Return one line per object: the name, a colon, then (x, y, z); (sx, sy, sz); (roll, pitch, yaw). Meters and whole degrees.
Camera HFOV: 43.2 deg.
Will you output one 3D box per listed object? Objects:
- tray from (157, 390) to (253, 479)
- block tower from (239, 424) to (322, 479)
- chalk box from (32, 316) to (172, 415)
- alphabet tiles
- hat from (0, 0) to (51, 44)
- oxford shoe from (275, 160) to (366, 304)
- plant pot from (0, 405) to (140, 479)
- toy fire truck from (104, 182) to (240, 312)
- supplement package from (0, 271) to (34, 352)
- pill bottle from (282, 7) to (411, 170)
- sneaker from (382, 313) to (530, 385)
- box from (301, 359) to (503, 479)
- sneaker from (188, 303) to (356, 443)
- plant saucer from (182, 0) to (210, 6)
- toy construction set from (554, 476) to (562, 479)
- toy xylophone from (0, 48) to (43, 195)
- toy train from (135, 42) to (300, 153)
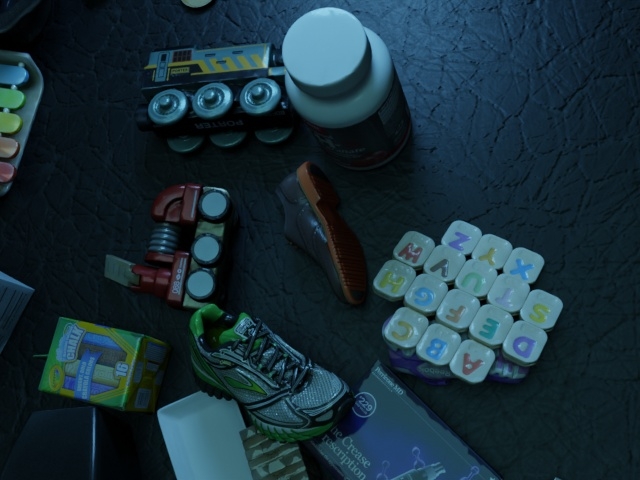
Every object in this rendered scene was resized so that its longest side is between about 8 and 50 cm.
tray: (-0.170, 0.387, 1.367); (0.145, 0.030, 0.270); (-25, 71, 7)
block tower: (-0.030, 0.429, 1.263); (0.091, 0.097, 0.335); (-26, 61, 5)
chalk box: (-0.392, 0.215, 1.413); (0.213, 0.132, 0.132); (11, 78, 15)
alphabet tiles: (0.234, 0.087, 1.292); (0.284, 0.021, 0.278); (26, 57, 18)
hat: (-0.643, -0.490, 1.664); (0.331, 0.134, 0.331); (-8, 55, 12)
oxford shoe: (0.000, 0.000, 1.410); (0.098, 0.097, 0.271); (-32, 65, 25)
plant pot: (-0.410, 0.378, 1.355); (0.188, 0.187, 0.167); (-7, 62, 12)
toy fire truck: (-0.281, 0.013, 1.448); (0.246, 0.158, 0.217); (7, 77, 5)
supplement package: (-0.702, 0.111, 1.445); (0.199, 0.263, 0.198); (24, 82, 19)
pill bottle: (0.043, -0.246, 1.333); (0.176, 0.318, 0.176); (-4, 74, 14)
sneaker: (0.212, 0.190, 1.297); (0.236, 0.105, 0.095); (11, 39, 10)
box: (0.128, 0.345, 1.270); (0.261, 0.103, 0.184); (42, 85, 20)
sneaker: (-0.095, 0.204, 1.273); (0.343, 0.146, 0.134); (16, 42, 36)
plant saucer: (-0.244, -0.505, 1.634); (0.083, 0.015, 0.083); (-3, 75, 13)
toy construction set: (0.473, 0.399, 1.134); (0.308, 0.257, 0.237); (13, 61, 27)
toy xylophone: (-0.686, -0.229, 1.631); (0.236, 0.081, 0.323); (2, 75, 15)
toy train: (-0.180, -0.277, 1.499); (0.333, 0.142, 0.190); (-4, 65, 12)
